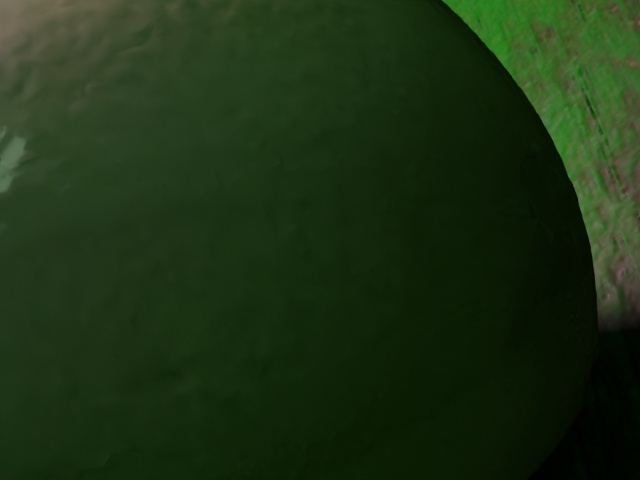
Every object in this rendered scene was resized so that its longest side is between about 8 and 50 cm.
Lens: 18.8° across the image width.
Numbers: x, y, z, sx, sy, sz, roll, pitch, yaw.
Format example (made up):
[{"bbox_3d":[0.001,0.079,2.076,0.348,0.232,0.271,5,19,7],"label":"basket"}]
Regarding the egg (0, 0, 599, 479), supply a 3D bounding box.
[{"bbox_3d":[0.000,0.000,0.776,0.201,0.337,0.337,-15,38,25],"label":"egg"}]
